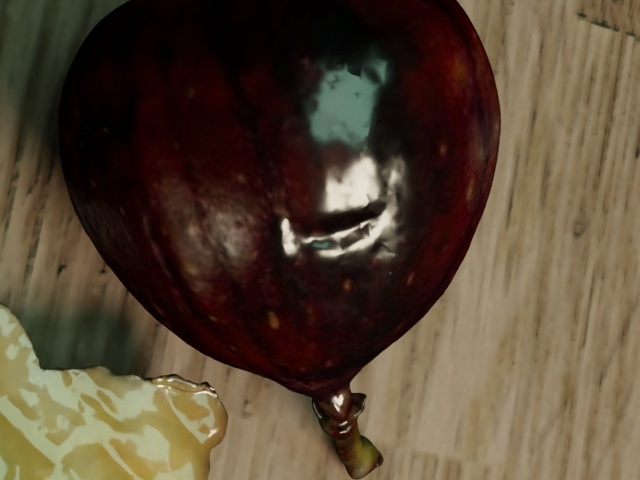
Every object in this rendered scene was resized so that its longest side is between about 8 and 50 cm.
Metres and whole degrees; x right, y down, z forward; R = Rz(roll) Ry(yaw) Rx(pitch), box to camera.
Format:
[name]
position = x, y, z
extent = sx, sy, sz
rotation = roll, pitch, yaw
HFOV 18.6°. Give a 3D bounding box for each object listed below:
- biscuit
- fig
[biscuit]
position = -0.143, 0.091, 0.883
extent = 0.183, 0.061, 0.118
rotation = 26, 76, -18
[fig]
position = -0.013, -0.004, 0.873
extent = 0.186, 0.204, 0.249
rotation = -7, 90, -43
